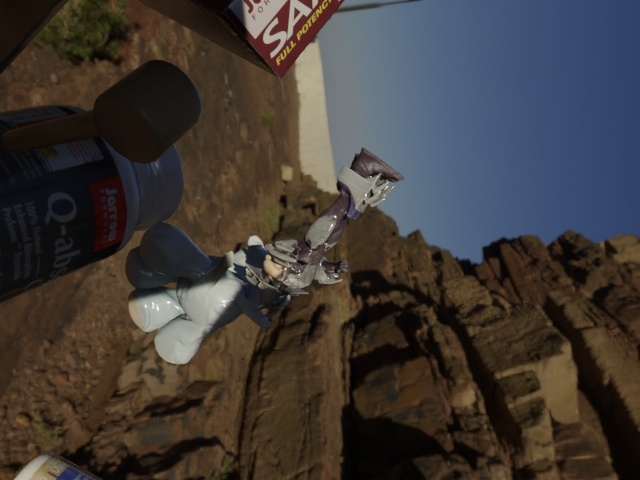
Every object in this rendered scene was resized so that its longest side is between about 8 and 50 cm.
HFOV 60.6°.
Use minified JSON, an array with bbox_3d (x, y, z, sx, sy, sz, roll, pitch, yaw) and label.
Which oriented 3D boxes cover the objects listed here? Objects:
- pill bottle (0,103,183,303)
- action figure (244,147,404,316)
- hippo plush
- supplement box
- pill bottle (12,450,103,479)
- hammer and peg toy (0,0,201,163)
[{"bbox_3d":[-0.355,-0.050,0.657,0.363,0.210,0.210,-32,121,-51],"label":"pill bottle"},{"bbox_3d":[0.000,0.000,0.798,0.285,0.099,0.185,-52,165,5],"label":"action figure"},{"bbox_3d":[-0.184,0.056,0.989,0.234,0.294,0.236,61,33,0],"label":"hippo plush"},{"bbox_3d":[-0.077,-0.233,0.431,0.239,0.130,0.073,39,0,38],"label":"supplement box"},{"bbox_3d":[-0.330,0.433,0.786,0.153,0.265,0.153,-60,-178,3],"label":"pill bottle"},{"bbox_3d":[-0.272,-0.167,0.359,0.361,0.266,0.127,52,42,-25],"label":"hammer and peg toy"}]
